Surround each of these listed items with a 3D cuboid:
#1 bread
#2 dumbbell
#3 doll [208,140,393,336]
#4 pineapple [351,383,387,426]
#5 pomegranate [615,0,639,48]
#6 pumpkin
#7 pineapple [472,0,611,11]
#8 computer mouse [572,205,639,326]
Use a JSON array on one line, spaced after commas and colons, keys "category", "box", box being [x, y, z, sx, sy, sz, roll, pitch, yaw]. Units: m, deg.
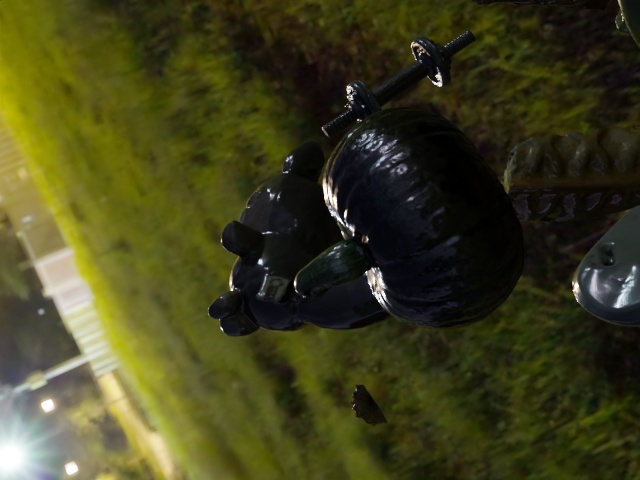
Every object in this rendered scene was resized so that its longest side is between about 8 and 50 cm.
[{"category": "bread", "box": [0.339, -0.080, 1.479, 0.088, 0.232, 0.128, -114, 19, -49]}, {"category": "dumbbell", "box": [0.111, -0.219, 1.603, 0.081, 0.254, 0.081, 54, 172, 11]}, {"category": "doll", "box": [0.009, 0.024, 2.051, 0.252, 0.379, 0.382, 85, -159, -49]}, {"category": "pineapple", "box": [0.078, 0.288, 1.980, 0.083, 0.045, 0.019, 58, 151, 14]}, {"category": "pomegranate", "box": [0.344, -0.231, 0.926, 0.340, 0.260, 0.260, 57, 170, -21]}, {"category": "pumpkin", "box": [0.082, -0.005, 1.215, 0.248, 0.248, 0.248, 59, 165, 27]}, {"category": "pineapple", "box": [0.222, -0.411, 1.133, 0.202, 0.202, 0.361, -133, 40, -54]}, {"category": "computer mouse", "box": [0.510, 0.021, 1.692, 0.197, 0.331, 0.095, 17, 134, 42]}]
